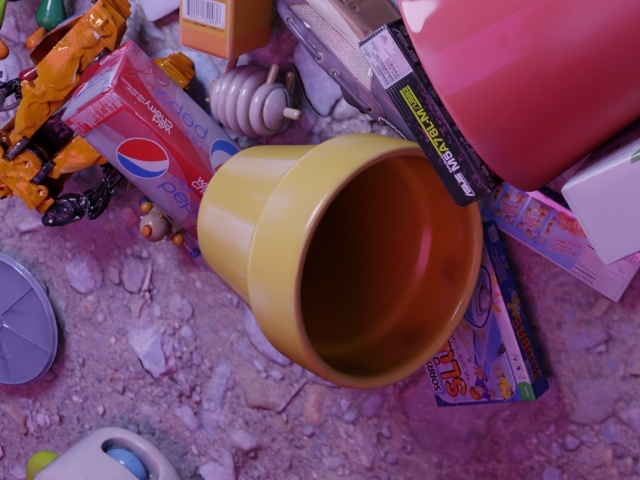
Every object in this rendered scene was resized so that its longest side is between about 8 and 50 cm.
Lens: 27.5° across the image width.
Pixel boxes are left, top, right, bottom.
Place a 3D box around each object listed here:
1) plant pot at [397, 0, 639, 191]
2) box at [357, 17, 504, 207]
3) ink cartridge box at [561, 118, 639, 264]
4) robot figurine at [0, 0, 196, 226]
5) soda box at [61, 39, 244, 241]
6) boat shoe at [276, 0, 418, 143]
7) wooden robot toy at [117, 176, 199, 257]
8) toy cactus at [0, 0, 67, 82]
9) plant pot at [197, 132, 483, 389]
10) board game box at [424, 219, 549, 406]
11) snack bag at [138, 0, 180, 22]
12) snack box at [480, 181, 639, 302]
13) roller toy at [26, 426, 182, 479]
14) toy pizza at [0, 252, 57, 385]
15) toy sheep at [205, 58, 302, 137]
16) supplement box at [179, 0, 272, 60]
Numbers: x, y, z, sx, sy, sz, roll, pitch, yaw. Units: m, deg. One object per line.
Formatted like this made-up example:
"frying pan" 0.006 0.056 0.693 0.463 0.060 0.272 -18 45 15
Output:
"plant pot" 0.237 -0.216 1.199 0.243 0.275 0.275 -28 93 23
"box" 0.138 -0.144 1.307 0.045 0.184 0.190 -31 92 31
"ink cartridge box" 0.332 -0.075 1.212 0.153 0.208 0.087 -27 98 34
"robot figurine" -0.294 -0.149 1.562 0.211 0.085 0.291 44 115 -12
"soda box" -0.161 -0.097 1.476 0.083 0.092 0.263 -26 124 33
"boat shoe" 0.063 -0.179 1.390 0.285 0.103 0.092 48 137 0
"wooden robot toy" -0.194 -0.034 1.589 0.173 0.079 0.076 44 123 7
"toy cactus" -0.345 -0.313 1.574 0.181 0.112 0.219 -23 94 14
"plant pot" 0.000 0.000 1.371 0.239 0.254 0.254 22 120 47
"board game box" 0.161 0.085 1.453 0.136 0.035 0.201 -12 102 42
"snack bag" -0.151 -0.436 1.439 0.342 0.037 0.323 -25 96 39
"snack box" 0.256 -0.008 1.387 0.178 0.022 0.064 33 123 14
"roller toy" -0.276 0.355 1.737 0.191 0.146 0.209 -10 109 40
"toy pizza" -0.440 0.105 1.802 0.201 0.032 0.201 10 113 24
"toy sheep" -0.075 -0.159 1.476 0.132 0.091 0.091 20 117 37
"supplement box" -0.098 -0.317 1.386 0.080 0.078 0.233 22 122 28
